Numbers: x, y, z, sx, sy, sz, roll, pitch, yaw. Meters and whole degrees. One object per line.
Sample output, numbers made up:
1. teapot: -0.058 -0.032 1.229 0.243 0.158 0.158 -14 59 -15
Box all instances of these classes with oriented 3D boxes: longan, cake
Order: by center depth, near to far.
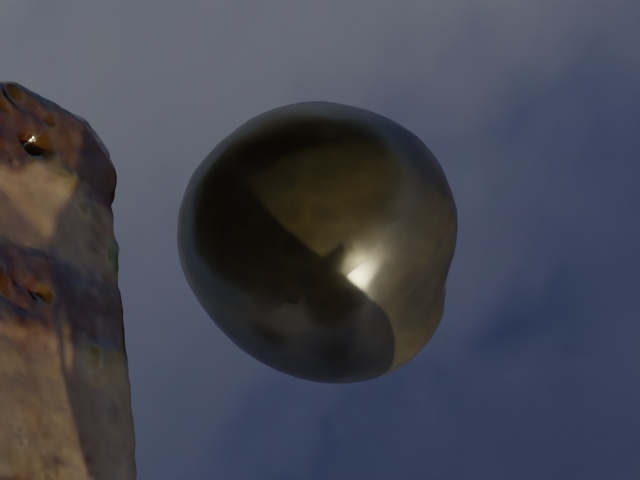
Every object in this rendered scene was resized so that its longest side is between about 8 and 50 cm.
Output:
1. cake: -0.188 0.081 0.631 0.196 0.199 0.293 -32 -125 30
2. longan: 0.000 0.000 1.091 0.198 0.212 0.198 -10 -131 11
